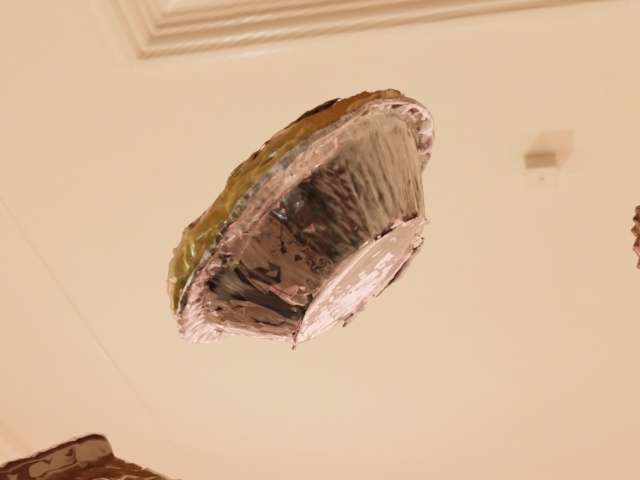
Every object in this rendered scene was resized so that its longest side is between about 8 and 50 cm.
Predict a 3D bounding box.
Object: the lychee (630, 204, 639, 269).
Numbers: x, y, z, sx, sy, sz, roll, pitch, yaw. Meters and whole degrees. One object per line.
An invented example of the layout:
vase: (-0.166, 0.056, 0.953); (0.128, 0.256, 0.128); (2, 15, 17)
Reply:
lychee: (0.354, -0.009, 0.753); (0.188, 0.188, 0.188); (-8, -129, 9)

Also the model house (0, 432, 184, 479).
model house: (-0.190, 0.287, 0.584); (0.284, 0.243, 0.298); (18, -83, 22)

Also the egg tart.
egg tart: (0.000, 0.000, 0.631); (0.234, 0.234, 0.094); (-38, -108, -15)
